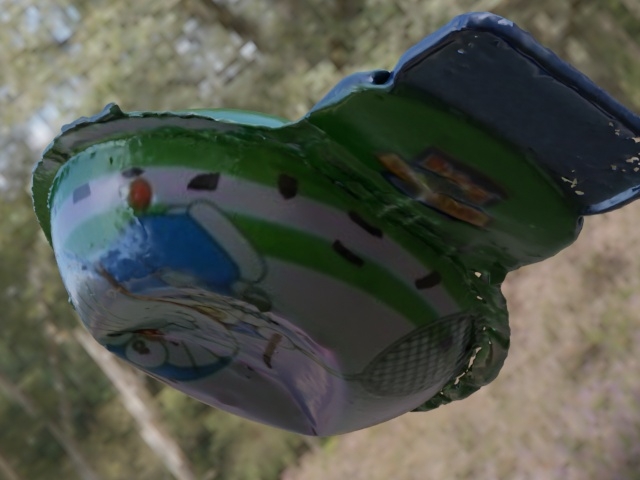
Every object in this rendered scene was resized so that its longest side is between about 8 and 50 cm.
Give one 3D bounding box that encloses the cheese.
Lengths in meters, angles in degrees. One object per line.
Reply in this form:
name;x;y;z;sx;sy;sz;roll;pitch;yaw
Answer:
cheese;0.000;0.000;0.748;0.320;0.204;0.083;-28;33;54
